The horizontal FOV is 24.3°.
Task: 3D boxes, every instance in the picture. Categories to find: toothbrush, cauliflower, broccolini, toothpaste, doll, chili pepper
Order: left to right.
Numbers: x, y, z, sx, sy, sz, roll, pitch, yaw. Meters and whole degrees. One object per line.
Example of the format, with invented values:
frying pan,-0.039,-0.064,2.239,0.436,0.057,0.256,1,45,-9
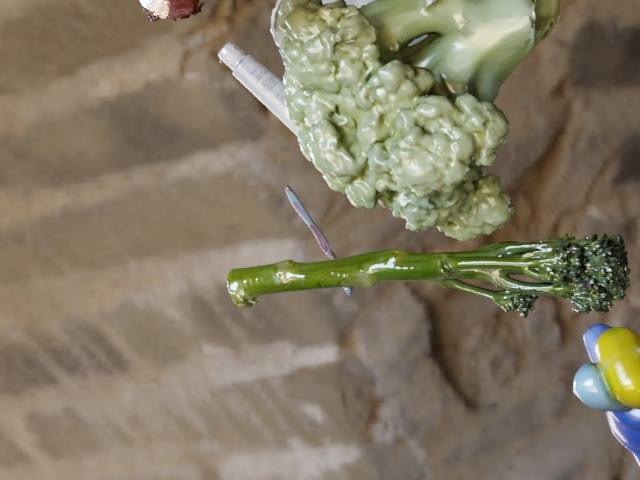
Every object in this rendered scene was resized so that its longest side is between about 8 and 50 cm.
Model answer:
chili pepper,-0.133,-0.254,1.297,0.065,0.088,0.169,-30,-3,-11
toothpaste,-0.039,-0.155,1.686,0.048,0.190,0.031,-48,-3,2
toothbrush,0.000,0.000,1.997,0.013,0.193,0.019,-8,38,36
cauliflower,0.099,-0.146,1.499,0.327,0.260,0.281,37,-50,-21
broccolini,0.093,0.043,1.366,0.392,0.074,0.079,-6,-4,30
doll,0.392,0.113,1.399,0.366,0.376,0.187,-21,38,-8

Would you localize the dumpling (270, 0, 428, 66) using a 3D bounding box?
dumpling,0.111,-0.303,1.713,0.341,0.181,0.260,-13,-39,27
